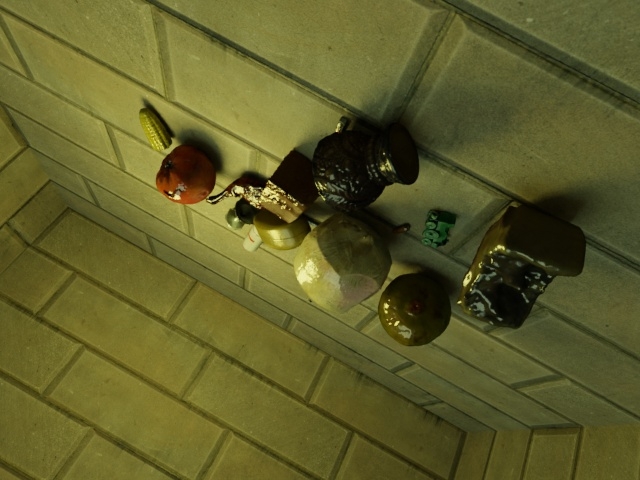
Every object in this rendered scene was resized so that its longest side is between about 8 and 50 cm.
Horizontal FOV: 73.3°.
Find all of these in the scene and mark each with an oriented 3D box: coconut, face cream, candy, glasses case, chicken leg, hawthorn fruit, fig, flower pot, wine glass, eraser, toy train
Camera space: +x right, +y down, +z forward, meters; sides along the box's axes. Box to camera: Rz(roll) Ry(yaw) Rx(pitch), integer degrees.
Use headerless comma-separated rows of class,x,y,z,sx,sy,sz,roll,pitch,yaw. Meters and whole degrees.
coconut,0.108,0.072,1.783,0.405,0.404,0.404,23,152,13
face cream,-0.338,-0.034,2.325,0.102,0.102,0.345,34,152,-7
candy,-0.756,-0.510,1.952,0.106,0.094,0.199,16,142,27
glasses case,-0.184,-0.051,1.965,0.371,0.173,0.141,20,138,58
chicken leg,-0.351,-0.218,1.997,0.407,0.096,0.158,2,119,16
hawthorn fruit,-0.602,-0.288,2.011,0.276,0.276,0.307,16,171,25
fig,0.422,0.309,1.954,0.343,0.343,0.343,23,152,13
flower pot,0.153,-0.239,1.367,0.267,0.266,0.266,-10,133,37
wine glass,-0.396,-0.131,2.187,0.156,0.156,0.232,40,156,-17
eraser,0.066,-0.376,1.456,0.027,0.019,0.099,29,153,3
toy train,0.437,-0.040,1.607,0.105,0.071,0.178,11,147,12

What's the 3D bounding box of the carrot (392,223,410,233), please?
carrot,0.328,-0.044,1.745,0.032,0.032,0.093,39,154,-17

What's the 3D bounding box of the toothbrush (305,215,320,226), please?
toothbrush,0.014,-0.059,2.020,0.297,0.030,0.030,27,144,4

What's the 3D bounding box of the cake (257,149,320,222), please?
cake,-0.126,-0.194,1.751,0.199,0.196,0.293,33,151,-9

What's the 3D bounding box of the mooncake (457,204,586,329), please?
mooncake,0.594,0.094,1.325,0.246,0.394,0.393,26,-168,15
